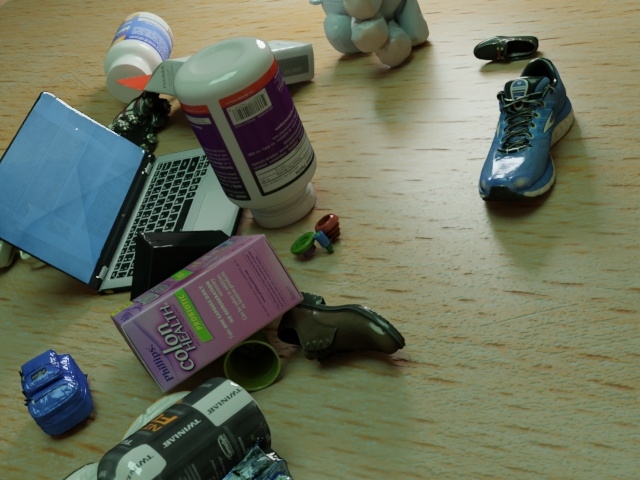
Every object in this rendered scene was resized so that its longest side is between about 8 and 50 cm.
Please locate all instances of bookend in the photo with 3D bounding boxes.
[{"bbox_3d":[-0.231,0.067,1.556,0.157,0.156,0.072,-3,22,-32],"label":"bookend"}]

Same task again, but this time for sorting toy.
[{"bbox_3d":[0.000,0.000,1.579,0.102,0.042,0.061,-43,21,-6],"label":"sorting toy"}]

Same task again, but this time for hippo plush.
[{"bbox_3d":[0.076,-0.522,2.044,0.236,0.294,0.234,2,19,44],"label":"hippo plush"}]

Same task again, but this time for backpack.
[{"bbox_3d":[-0.418,0.240,1.444,0.098,0.101,0.120,-35,39,-4],"label":"backpack"},{"bbox_3d":[-0.082,0.321,1.129,0.114,0.105,0.084,-39,51,-24],"label":"backpack"}]

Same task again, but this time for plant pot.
[{"bbox_3d":[-0.104,0.169,1.381,0.083,0.083,0.079,-23,22,2],"label":"plant pot"}]

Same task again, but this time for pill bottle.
[{"bbox_3d":[-0.186,0.285,1.154,0.130,0.130,0.245,11,31,40],"label":"pill bottle"},{"bbox_3d":[-0.471,-0.467,2.379,0.152,0.152,0.272,-15,34,12],"label":"pill bottle"},{"bbox_3d":[-0.120,-0.184,1.637,0.181,0.323,0.181,-16,35,11],"label":"pill bottle"}]

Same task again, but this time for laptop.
[{"bbox_3d":[-0.366,-0.118,1.745,0.407,0.236,0.382,-8,44,21],"label":"laptop"}]

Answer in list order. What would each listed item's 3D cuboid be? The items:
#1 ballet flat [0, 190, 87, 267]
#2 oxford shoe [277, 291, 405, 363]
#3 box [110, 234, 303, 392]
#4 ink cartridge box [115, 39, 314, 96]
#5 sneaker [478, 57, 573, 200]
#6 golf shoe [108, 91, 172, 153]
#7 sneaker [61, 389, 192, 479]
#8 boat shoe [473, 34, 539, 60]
[{"bbox_3d":[-0.618,-0.015,1.886,0.408,0.147,0.147,-9,37,21],"label":"ballet flat"},{"bbox_3d":[0.026,0.143,1.338,0.227,0.083,0.096,5,51,47],"label":"oxford shoe"},{"bbox_3d":[-0.179,0.102,1.400,0.243,0.117,0.213,-34,9,-14],"label":"box"},{"bbox_3d":[-0.251,-0.408,2.134,0.308,0.091,0.385,-21,27,-37],"label":"ink cartridge box"},{"bbox_3d":[0.330,-0.189,1.536,0.129,0.147,0.330,-1,41,29],"label":"sneaker"},{"bbox_3d":[-0.439,-0.248,2.135,0.120,0.105,0.273,-24,25,31],"label":"golf shoe"},{"bbox_3d":[-0.231,0.319,1.252,0.121,0.099,0.262,33,58,27],"label":"sneaker"},{"bbox_3d":[0.372,-0.387,1.863,0.133,0.049,0.042,-3,31,20],"label":"boat shoe"}]
